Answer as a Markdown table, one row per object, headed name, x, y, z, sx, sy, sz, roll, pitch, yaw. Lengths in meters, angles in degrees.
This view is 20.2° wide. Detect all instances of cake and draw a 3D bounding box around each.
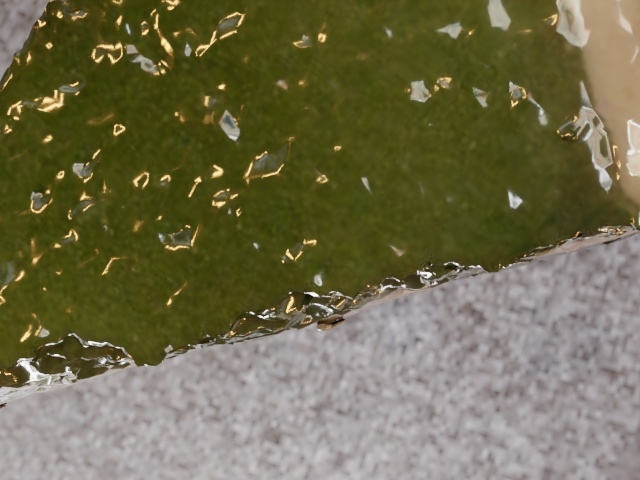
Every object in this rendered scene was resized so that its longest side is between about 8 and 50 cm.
| name | x | y | z | sx | sy | sz | roll | pitch | yaw |
| --- | --- | --- | --- | --- | --- | --- | --- | --- | --- |
| cake | -0.005 | 0.003 | 0.504 | 0.172 | 0.283 | 0.158 | 43 | -172 | 13 |
